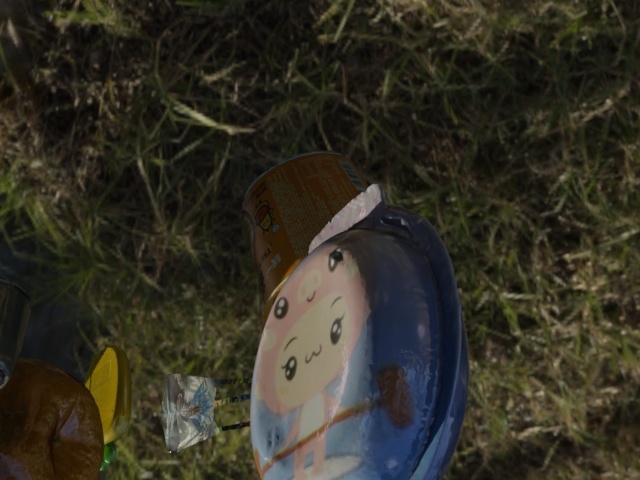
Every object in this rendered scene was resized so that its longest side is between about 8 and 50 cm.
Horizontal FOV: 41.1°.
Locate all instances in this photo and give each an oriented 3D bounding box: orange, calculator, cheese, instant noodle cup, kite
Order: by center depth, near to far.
[{"bbox_3d":[0.014,0.082,0.337,0.052,0.245,0.135,21,137,-26],"label":"cheese"},{"bbox_3d":[0.000,0.000,1.104,0.215,0.172,0.216,-18,151,-11],"label":"instant noodle cup"},{"bbox_3d":[-0.427,0.280,1.171,0.183,0.249,0.249,-14,140,20],"label":"orange"},{"bbox_3d":[-0.396,0.303,1.563,0.032,0.235,0.146,26,132,-37],"label":"calculator"},{"bbox_3d":[-0.224,0.358,1.786,0.310,0.169,0.015,-10,162,35],"label":"kite"}]

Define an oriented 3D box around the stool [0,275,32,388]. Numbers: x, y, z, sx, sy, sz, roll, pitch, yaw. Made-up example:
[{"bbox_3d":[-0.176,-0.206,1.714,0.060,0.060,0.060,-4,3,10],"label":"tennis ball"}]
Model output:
[{"bbox_3d":[-0.342,0.093,0.852,0.096,0.110,0.096,-2,144,-1],"label":"stool"}]
